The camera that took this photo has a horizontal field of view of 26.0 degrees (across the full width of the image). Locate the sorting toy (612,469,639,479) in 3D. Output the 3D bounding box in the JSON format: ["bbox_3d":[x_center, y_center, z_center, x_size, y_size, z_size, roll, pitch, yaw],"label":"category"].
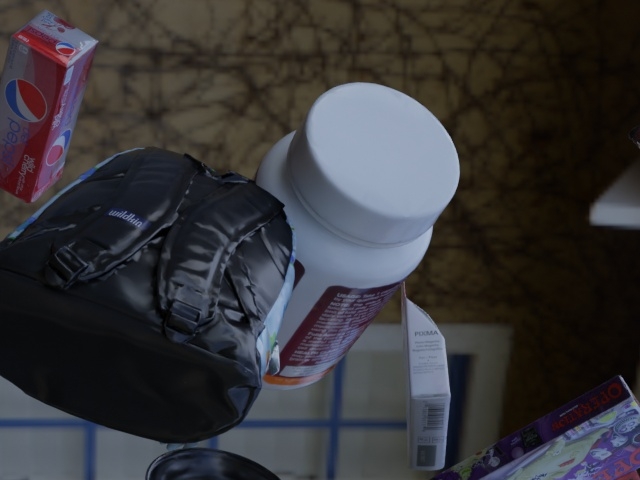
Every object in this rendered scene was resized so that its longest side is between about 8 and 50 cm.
[{"bbox_3d":[0.379,0.332,1.362,0.046,0.132,0.274,120,-50,-71],"label":"sorting toy"}]

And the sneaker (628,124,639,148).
[{"bbox_3d":[0.556,-0.104,2.247,0.281,0.162,0.106,-60,172,-5],"label":"sneaker"}]

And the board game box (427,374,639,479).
[{"bbox_3d":[0.335,0.342,2.073,0.208,0.347,0.056,44,18,-51],"label":"board game box"}]

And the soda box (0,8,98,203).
[{"bbox_3d":[-0.385,-0.176,1.874,0.083,0.092,0.263,-55,173,-48],"label":"soda box"}]

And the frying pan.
[{"bbox_3d":[-0.134,0.351,1.689,0.326,0.197,0.053,-74,-178,-68],"label":"frying pan"}]

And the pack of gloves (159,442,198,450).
[{"bbox_3d":[-0.214,0.226,2.259,0.232,0.046,0.195,-43,-106,31],"label":"pack of gloves"}]

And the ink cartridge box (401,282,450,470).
[{"bbox_3d":[0.137,0.160,1.843,0.189,0.066,0.232,86,7,-52],"label":"ink cartridge box"}]

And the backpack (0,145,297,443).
[{"bbox_3d":[-0.163,0.042,1.386,0.355,0.290,0.273,-69,179,-49],"label":"backpack"}]

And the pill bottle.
[{"bbox_3d":[0.000,0.000,1.680,0.392,0.224,0.224,125,-32,-50],"label":"pill bottle"}]
